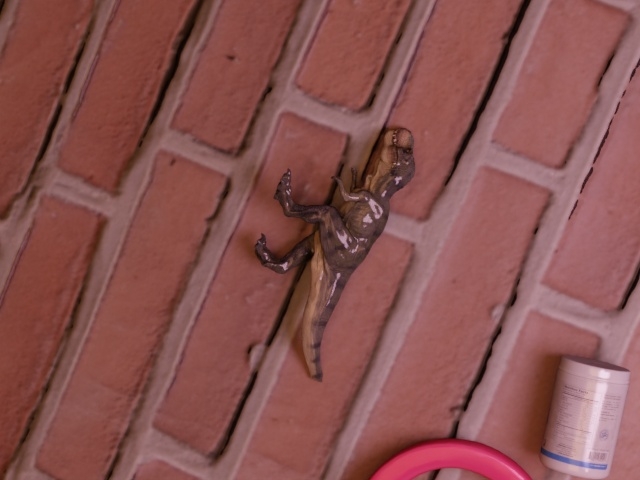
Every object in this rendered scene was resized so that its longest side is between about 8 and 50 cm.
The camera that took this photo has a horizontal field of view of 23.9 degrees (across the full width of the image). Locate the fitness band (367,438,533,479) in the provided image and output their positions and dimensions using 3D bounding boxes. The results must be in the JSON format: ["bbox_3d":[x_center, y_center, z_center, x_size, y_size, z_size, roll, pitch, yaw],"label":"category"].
[{"bbox_3d":[0.118,0.340,1.493,0.209,0.054,0.290,16,93,12],"label":"fitness band"}]

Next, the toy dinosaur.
[{"bbox_3d":[0.000,0.000,1.500,0.118,0.064,0.268,24,99,2],"label":"toy dinosaur"}]

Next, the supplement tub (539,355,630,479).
[{"bbox_3d":[0.254,0.169,1.451,0.071,0.071,0.107,12,93,10],"label":"supplement tub"}]
